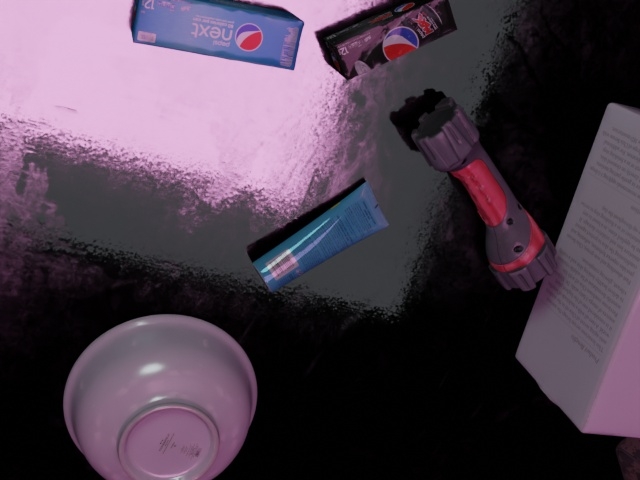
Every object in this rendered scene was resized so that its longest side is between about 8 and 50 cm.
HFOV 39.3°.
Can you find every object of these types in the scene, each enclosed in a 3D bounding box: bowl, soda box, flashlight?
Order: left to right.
[{"bbox_3d":[-0.229,0.269,1.321,0.298,0.134,0.297,-5,113,-12],"label":"bowl"},{"bbox_3d":[-0.133,-0.274,1.153,0.210,0.071,0.067,7,111,-17],"label":"soda box"},{"bbox_3d":[0.095,-0.280,1.216,0.169,0.060,0.053,-26,117,-3],"label":"soda box"},{"bbox_3d":[0.241,-0.058,1.325,0.103,0.103,0.304,-37,117,6],"label":"flashlight"}]

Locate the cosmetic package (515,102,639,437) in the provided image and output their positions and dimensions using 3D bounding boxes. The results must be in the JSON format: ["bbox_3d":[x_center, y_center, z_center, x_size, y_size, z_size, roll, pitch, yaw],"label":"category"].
[{"bbox_3d":[0.480,0.046,1.360,0.162,0.230,0.453,9,110,-19],"label":"cosmetic package"}]

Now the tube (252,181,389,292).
[{"bbox_3d":[0.000,0.000,1.318,0.207,0.052,0.080,-32,121,-6],"label":"tube"}]

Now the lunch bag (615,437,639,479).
[{"bbox_3d":[0.702,0.418,1.593,0.256,0.212,0.305,-37,118,-16],"label":"lunch bag"}]
